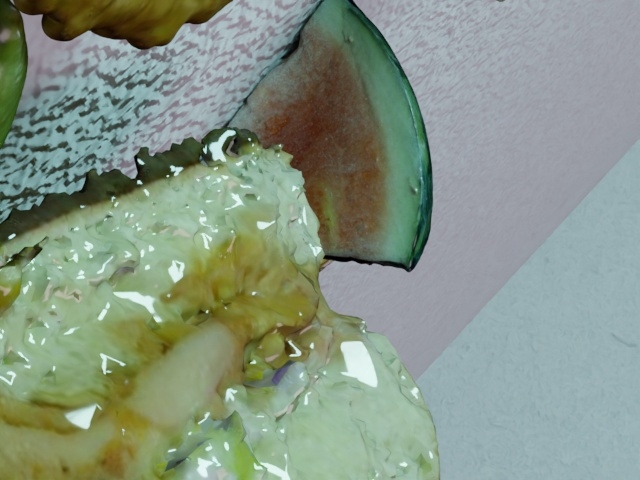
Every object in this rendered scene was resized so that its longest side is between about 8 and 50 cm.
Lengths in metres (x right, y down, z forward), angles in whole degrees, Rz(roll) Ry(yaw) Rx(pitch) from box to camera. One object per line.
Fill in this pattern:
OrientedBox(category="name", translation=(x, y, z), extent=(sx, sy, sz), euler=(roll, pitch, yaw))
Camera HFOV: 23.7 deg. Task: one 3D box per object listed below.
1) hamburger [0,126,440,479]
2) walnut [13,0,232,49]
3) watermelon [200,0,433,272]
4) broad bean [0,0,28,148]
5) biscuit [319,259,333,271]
OrientedBox(category="hamburger", translation=(-0.143, 0.142, 0.767), extent=(0.287, 0.268, 0.445), euler=(-33, 179, 36))
OrientedBox(category="walnut", translation=(-0.068, -0.148, 0.632), extent=(0.143, 0.069, 0.170), euler=(-56, 162, 18))
OrientedBox(category="watermelon", translation=(0.007, -0.043, 1.055), extent=(0.202, 0.207, 0.136), euler=(-37, 148, 27))
OrientedBox(category="broad bean", translation=(-0.164, -0.045, 0.664), extent=(0.070, 0.048, 0.213), euler=(-52, 178, -40))
OrientedBox(category="biscuit", translation=(-0.005, -0.003, 1.409), extent=(0.203, 0.041, 0.260), euler=(-58, 166, 27))
